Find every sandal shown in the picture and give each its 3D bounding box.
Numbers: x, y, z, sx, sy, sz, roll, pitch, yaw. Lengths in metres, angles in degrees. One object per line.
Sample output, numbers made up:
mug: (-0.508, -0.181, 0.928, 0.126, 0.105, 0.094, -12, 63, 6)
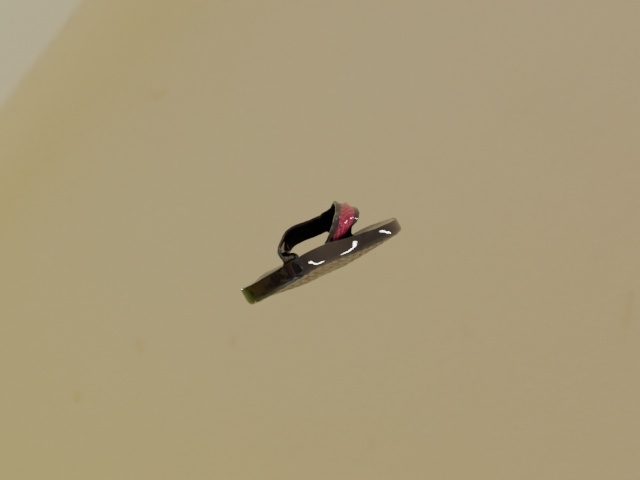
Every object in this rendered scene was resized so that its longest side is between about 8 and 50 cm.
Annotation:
sandal: (0.000, 0.000, 0.909, 0.067, 0.179, 0.040, -32, -95, 25)
